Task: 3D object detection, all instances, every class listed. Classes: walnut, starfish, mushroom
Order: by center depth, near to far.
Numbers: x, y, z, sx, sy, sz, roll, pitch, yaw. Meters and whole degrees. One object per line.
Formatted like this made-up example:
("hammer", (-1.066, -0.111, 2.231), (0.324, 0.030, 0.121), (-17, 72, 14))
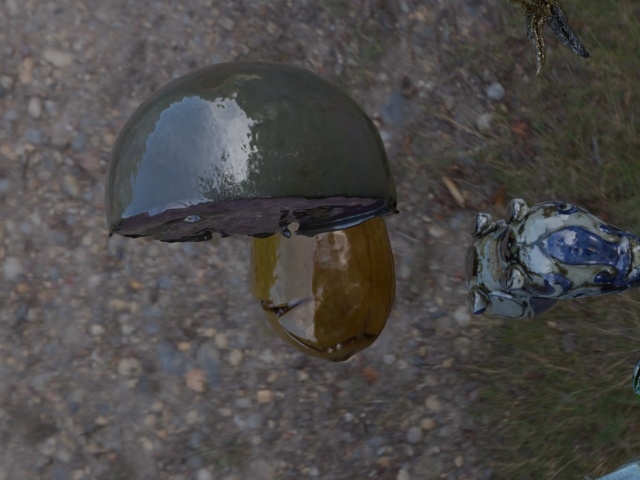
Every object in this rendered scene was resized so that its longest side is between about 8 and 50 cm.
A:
("mushroom", (-0.042, -0.055, 0.754), (0.141, 0.188, 0.117), (2, 89, 63))
("starfish", (0.222, -0.227, 1.124), (0.130, 0.133, 0.041), (-47, 39, -18))
("walnut", (0.000, 0.000, 1.642), (0.208, 0.209, 0.337), (-8, 81, 19))

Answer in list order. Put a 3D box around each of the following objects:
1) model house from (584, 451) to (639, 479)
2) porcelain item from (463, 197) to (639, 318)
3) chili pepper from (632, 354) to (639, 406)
("model house", (0.555, 0.413, 1.827), (0.215, 0.198, 0.224), (-29, 83, -20))
("porcelain item", (0.302, 0.026, 1.552), (0.186, 0.288, 0.138), (6, 77, -11))
("chili pepper", (0.664, 0.160, 1.793), (0.384, 0.213, 0.167), (-26, 108, 29))
